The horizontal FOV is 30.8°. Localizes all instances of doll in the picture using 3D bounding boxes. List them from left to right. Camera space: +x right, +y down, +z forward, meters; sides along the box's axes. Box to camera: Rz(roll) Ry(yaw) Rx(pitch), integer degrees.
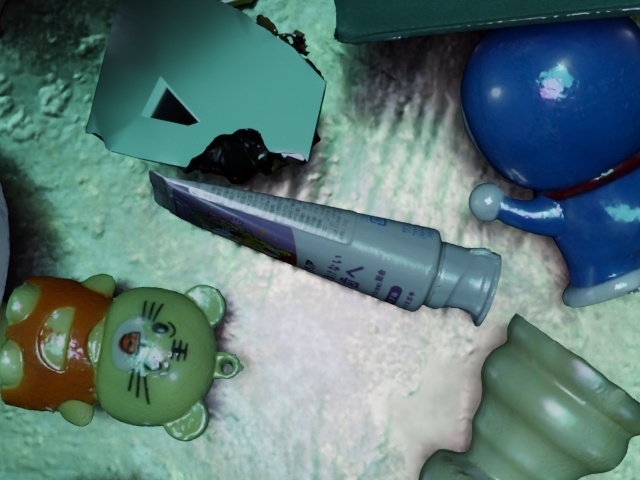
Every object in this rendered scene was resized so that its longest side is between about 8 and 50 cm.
[{"bbox_3d":[0.219,-0.075,0.962,0.215,0.161,0.256,-25,101,-14],"label":"doll"}]

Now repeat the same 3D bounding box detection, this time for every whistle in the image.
[{"bbox_3d":[-0.206,0.088,0.971,0.289,0.106,0.131,7,78,2],"label":"whistle"}]

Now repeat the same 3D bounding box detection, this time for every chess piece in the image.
[{"bbox_3d":[0.138,0.198,0.938,0.144,0.144,0.251,38,92,5],"label":"chess piece"}]

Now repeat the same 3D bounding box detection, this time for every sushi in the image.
[{"bbox_3d":[-0.079,-0.121,0.963,0.172,0.150,0.153,13,85,3],"label":"sushi"}]

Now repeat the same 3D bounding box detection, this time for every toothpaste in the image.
[{"bbox_3d":[0.000,0.000,0.979,0.299,0.114,0.073,16,79,-1],"label":"toothpaste"}]

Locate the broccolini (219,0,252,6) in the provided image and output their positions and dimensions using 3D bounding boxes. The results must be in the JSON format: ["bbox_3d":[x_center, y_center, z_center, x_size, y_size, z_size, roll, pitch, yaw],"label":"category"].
[{"bbox_3d":[-0.053,-0.240,1.030,0.194,0.054,0.052,-41,104,0],"label":"broccolini"}]

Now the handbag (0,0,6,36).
[{"bbox_3d":[-0.235,-0.328,0.900,0.325,0.327,0.162,-41,84,-2],"label":"handbag"}]

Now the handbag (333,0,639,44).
[{"bbox_3d":[0.175,-0.229,0.900,0.327,0.238,0.089,-5,113,17],"label":"handbag"}]

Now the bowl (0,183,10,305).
[{"bbox_3d":[-0.405,0.010,0.922,0.287,0.144,0.286,-5,75,20],"label":"bowl"}]
